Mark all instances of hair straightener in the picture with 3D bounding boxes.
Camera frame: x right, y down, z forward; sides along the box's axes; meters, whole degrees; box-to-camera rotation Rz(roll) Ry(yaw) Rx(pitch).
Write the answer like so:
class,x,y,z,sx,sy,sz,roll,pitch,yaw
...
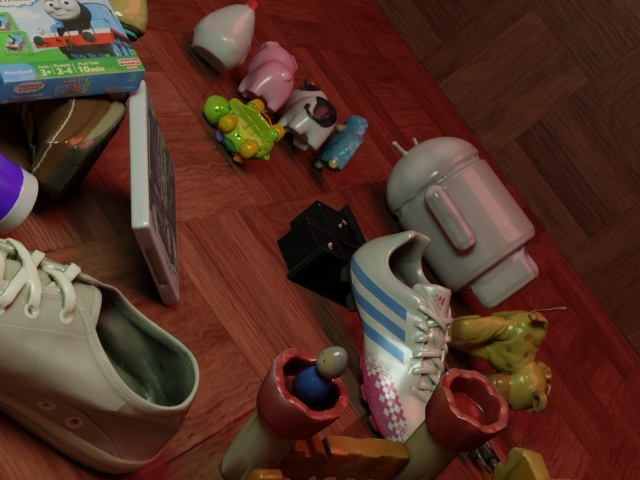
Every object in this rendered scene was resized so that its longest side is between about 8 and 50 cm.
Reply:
class,x,y,z,sx,sy,sz,roll,pitch,yaw
hair straightener,0.204,0.275,1.832,0.089,0.047,0.230,14,47,-60

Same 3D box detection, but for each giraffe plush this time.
class,x,y,z,sx,sy,sz,roll,pitch,yaw
giraffe plush,0.316,0.206,2.045,0.181,0.210,0.171,-2,85,-70

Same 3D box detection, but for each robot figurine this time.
class,x,y,z,sx,sy,sz,roll,pitch,yaw
robot figurine,0.256,-0.045,2.258,0.353,0.199,0.300,54,10,6

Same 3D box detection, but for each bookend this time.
class,x,y,z,sx,sy,sz,roll,pitch,yaw
bookend,0.000,0.000,1.796,0.156,0.072,0.157,29,29,-48

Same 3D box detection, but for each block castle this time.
class,x,y,z,sx,sy,sz,roll,pitch,yaw
block castle,0.112,0.319,1.153,0.303,0.213,0.453,10,42,-32

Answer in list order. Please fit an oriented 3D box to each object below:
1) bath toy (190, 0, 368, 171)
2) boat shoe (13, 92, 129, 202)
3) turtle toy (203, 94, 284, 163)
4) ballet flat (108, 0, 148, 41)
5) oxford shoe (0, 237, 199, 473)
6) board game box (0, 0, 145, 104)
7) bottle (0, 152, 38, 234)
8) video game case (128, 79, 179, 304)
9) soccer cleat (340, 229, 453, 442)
class,x,y,z,sx,sy,sz,roll,pitch,yaw
bath toy,-0.066,-0.266,2.036,0.348,0.129,0.151,42,-12,-28
boat shoe,-0.289,-0.148,1.366,0.120,0.123,0.324,33,18,-15
turtle toy,-0.122,-0.168,1.823,0.130,0.066,0.095,51,43,3
ballet flat,-0.312,-0.280,1.411,0.080,0.232,0.073,116,-18,-84
oxford shoe,-0.273,0.051,1.015,0.449,0.130,0.169,37,26,-34
board game box,-0.301,-0.241,1.299,0.160,0.039,0.212,-11,59,-35
bottle,-0.379,-0.097,1.082,0.283,0.092,0.118,36,24,-39
video game case,-0.184,-0.051,1.355,0.173,0.022,0.190,81,1,-59
soccer cleat,0.122,0.140,1.641,0.116,0.143,0.331,13,56,-50
